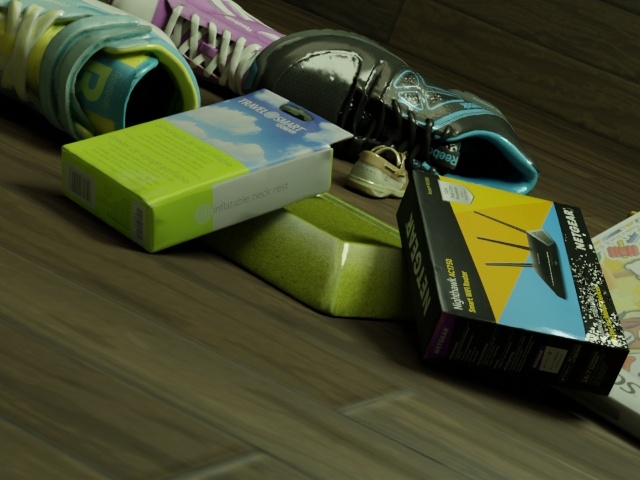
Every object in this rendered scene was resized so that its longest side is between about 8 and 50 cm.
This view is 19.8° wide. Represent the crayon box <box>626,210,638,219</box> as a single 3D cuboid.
[{"bbox_3d":[0.421,0.058,1.782,0.202,0.081,0.318,10,15,-45],"label":"crayon box"}]

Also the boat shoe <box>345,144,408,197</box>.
[{"bbox_3d":[0.064,-0.070,1.815,0.050,0.045,0.135,24,11,11],"label":"boat shoe"}]

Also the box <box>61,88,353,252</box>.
[{"bbox_3d":[-0.078,-0.053,1.279,0.178,0.042,0.109,-20,35,-36],"label":"box"}]

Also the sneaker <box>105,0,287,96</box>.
[{"bbox_3d":[-0.104,-0.212,2.059,0.282,0.102,0.161,19,14,-13],"label":"sneaker"}]

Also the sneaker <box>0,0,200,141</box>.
[{"bbox_3d":[-0.234,-0.158,1.459,0.319,0.127,0.208,16,11,-23],"label":"sneaker"}]

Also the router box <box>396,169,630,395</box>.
[{"bbox_3d":[0.129,0.027,1.267,0.133,0.046,0.179,12,31,-13],"label":"router box"}]

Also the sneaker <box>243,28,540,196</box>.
[{"bbox_3d":[0.084,-0.130,1.950,0.341,0.125,0.139,14,18,-26],"label":"sneaker"}]

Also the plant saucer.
[{"bbox_3d":[0.000,0.000,1.341,0.188,0.045,0.188,29,13,35],"label":"plant saucer"}]

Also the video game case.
[{"bbox_3d":[0.252,0.055,1.311,0.227,0.026,0.206,-26,39,-32],"label":"video game case"}]
